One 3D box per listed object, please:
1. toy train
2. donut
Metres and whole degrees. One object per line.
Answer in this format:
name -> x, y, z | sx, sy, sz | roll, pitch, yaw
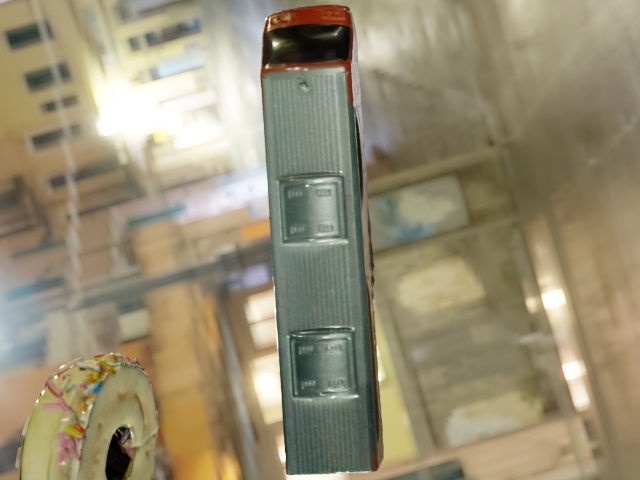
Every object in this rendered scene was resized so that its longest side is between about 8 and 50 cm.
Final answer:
toy train -> 0.000, 0.000, 1.605 | 0.089, 0.086, 0.409 | -42, -51, -82
donut -> -0.191, 0.174, 1.508 | 0.174, 0.068, 0.174 | 5, -90, -72
